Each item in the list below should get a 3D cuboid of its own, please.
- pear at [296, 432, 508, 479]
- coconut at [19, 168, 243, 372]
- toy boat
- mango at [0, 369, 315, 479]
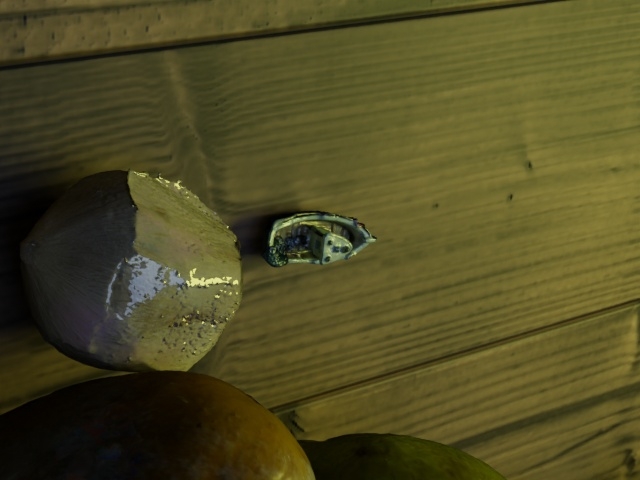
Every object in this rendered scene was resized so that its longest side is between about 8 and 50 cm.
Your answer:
[{"bbox_3d":[0.031,0.260,0.859,0.269,0.269,0.321,-32,123,-24],"label":"pear"},{"bbox_3d":[-0.106,0.015,0.754,0.124,0.110,0.110,14,98,-46],"label":"coconut"},{"bbox_3d":[0.000,0.000,0.876,0.083,0.038,0.038,-4,110,-35],"label":"toy boat"},{"bbox_3d":[-0.147,0.179,0.718,0.316,0.193,0.146,-31,130,9],"label":"mango"}]
